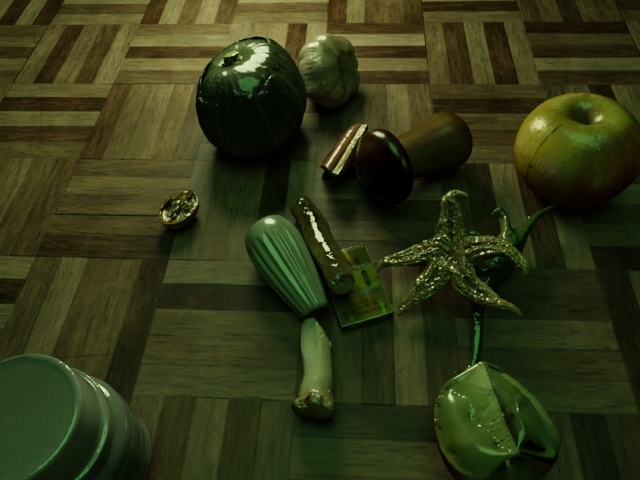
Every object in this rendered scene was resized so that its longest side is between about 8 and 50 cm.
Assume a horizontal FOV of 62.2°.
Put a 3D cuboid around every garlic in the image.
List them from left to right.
[{"bbox_3d":[-0.009,-0.488,1.559,0.212,0.218,0.218,2,48,41],"label":"garlic"}]

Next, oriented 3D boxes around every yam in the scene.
[{"bbox_3d":[0.000,0.000,1.223,0.067,0.071,0.317,-43,43,14],"label":"yam"}]

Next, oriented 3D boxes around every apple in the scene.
[{"bbox_3d":[0.302,0.334,0.934,0.207,0.174,0.188,-13,35,-5],"label":"apple"},{"bbox_3d":[0.612,-0.211,1.276,0.286,0.233,0.286,-4,52,5],"label":"apple"}]

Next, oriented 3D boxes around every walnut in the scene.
[{"bbox_3d":[-0.351,-0.070,1.331,0.091,0.052,0.121,19,55,18],"label":"walnut"}]

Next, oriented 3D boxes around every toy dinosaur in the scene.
[{"bbox_3d":[0.410,0.082,1.163,0.447,0.087,0.301,-26,56,-8],"label":"toy dinosaur"}]

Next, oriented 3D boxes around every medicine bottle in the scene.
[{"bbox_3d":[-0.436,0.341,0.878,0.245,0.306,0.245,-1,53,2],"label":"medicine bottle"}]

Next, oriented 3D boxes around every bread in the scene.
[{"bbox_3d":[0.058,-0.218,1.391,0.067,0.119,0.192,37,61,-8],"label":"bread"}]

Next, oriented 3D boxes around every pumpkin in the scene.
[{"bbox_3d":[-0.187,-0.388,1.433,0.291,0.257,0.328,-19,44,9],"label":"pumpkin"}]

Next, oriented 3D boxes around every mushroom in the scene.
[{"bbox_3d":[-0.013,0.257,1.069,0.084,0.071,0.209,-21,47,24],"label":"mushroom"}]

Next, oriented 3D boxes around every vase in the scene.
[{"bbox_3d":[-0.070,0.063,1.181,0.128,0.128,0.248,-27,66,-16],"label":"vase"}]

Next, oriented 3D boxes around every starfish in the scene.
[{"bbox_3d":[0.272,0.056,1.134,0.302,0.060,0.299,-25,68,19],"label":"starfish"}]

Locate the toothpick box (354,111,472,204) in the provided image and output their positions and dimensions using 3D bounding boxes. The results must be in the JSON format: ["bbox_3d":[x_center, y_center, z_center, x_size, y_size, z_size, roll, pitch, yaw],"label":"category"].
[{"bbox_3d":[0.228,-0.210,1.329,0.294,0.192,0.192,-24,56,-21],"label":"toothpick box"}]

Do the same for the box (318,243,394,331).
[{"bbox_3d":[0.075,0.103,1.198,0.121,0.030,0.193,-15,55,-8],"label":"box"}]
